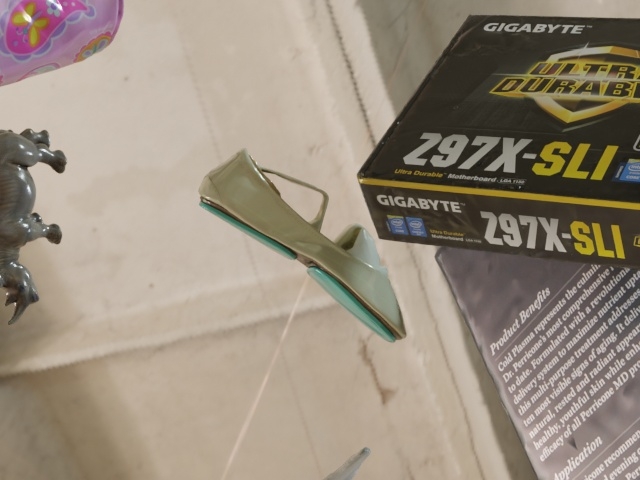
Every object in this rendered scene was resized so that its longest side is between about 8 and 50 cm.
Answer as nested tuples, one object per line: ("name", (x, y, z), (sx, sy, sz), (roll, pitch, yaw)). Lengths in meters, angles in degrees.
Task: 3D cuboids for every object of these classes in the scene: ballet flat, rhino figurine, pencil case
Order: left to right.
("pencil case", (-0.324, -0.203, 1.253), (0.124, 0.284, 0.124), (26, -52, 38))
("rhino figurine", (-0.372, -0.020, 1.615), (0.073, 0.106, 0.243), (0, -94, 43))
("ballet flat", (0.000, 0.000, 1.267), (0.248, 0.086, 0.086), (36, -66, -14))

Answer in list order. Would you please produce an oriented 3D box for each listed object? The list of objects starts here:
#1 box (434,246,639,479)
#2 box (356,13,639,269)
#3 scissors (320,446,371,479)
("box", (0.449, 0.126, 1.398), (0.479, 0.472, 0.297), (9, -45, -34))
("box", (0.228, -0.093, 1.139), (0.322, 0.257, 0.079), (7, -44, 32))
("scissors", (-0.097, 0.153, 0.397), (0.109, 0.021, 0.297), (15, -54, -28))
